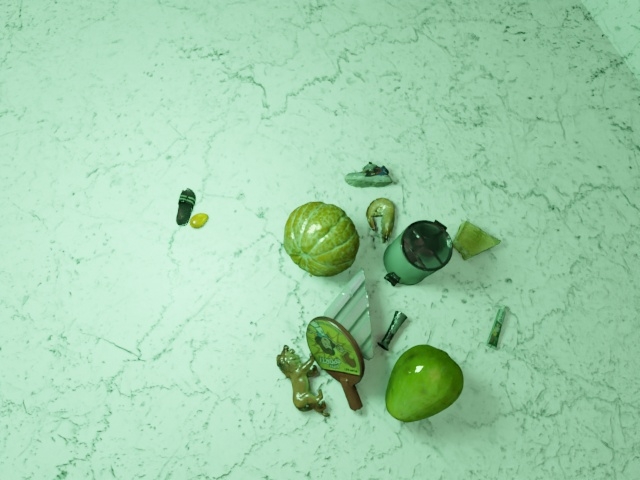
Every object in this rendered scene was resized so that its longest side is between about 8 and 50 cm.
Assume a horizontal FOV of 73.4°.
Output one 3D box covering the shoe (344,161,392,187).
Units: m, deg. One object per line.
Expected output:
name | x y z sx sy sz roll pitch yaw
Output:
shoe | 0.223 -0.315 1.993 0.227 0.099 0.125 1 81 -12

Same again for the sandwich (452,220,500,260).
sandwich | 0.709 0.023 1.976 0.193 0.058 0.162 30 74 1

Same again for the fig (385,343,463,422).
fig | 0.387 0.562 1.671 0.326 0.258 0.258 -44 82 -4

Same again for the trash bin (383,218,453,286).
trash bin | 0.405 0.057 1.818 0.217 0.262 0.277 39 72 5

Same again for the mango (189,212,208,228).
mango | -0.527 -0.088 1.865 0.089 0.046 0.060 -33 81 -28

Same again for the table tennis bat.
table tennis bat | 0.073 0.476 1.669 0.051 0.268 0.414 -32 108 -42

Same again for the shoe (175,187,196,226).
shoe | -0.590 -0.152 1.872 0.071 0.049 0.179 9 72 -5

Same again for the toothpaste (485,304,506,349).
toothpaste | 0.778 0.376 1.889 0.049 0.031 0.204 24 73 2

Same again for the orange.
orange | 0.000 0.000 1.755 0.329 0.329 0.249 39 57 6

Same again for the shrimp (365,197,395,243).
shrimp | 0.274 -0.092 1.958 0.133 0.053 0.236 7 69 -7

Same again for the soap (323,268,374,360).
soap | 0.174 0.305 1.767 0.258 0.159 0.302 38 75 10

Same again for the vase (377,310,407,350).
vase | 0.303 0.380 1.815 0.059 0.059 0.167 33 72 4

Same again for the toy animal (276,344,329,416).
toy animal | -0.078 0.561 1.705 0.157 0.097 0.312 -14 77 0
